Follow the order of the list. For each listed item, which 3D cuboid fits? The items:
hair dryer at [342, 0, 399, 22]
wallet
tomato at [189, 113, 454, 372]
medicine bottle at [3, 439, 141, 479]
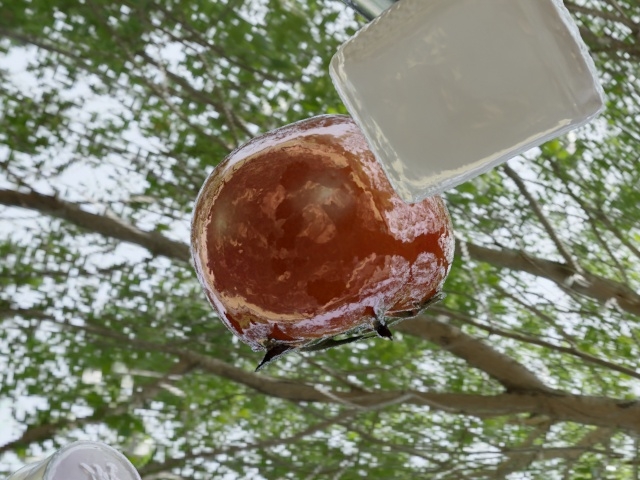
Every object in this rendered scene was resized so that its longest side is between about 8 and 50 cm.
[{"bbox_3d":[0.033,-0.306,0.797,0.155,0.320,0.284,-33,-150,61],"label":"hair dryer"},{"bbox_3d":[0.087,-0.102,0.647,0.183,0.032,0.124,-27,-87,47],"label":"wallet"},{"bbox_3d":[0.000,0.000,0.976,0.255,0.255,0.225,-26,-96,28],"label":"tomato"},{"bbox_3d":[-0.314,0.333,1.144,0.254,0.152,0.152,-38,-121,35],"label":"medicine bottle"}]
